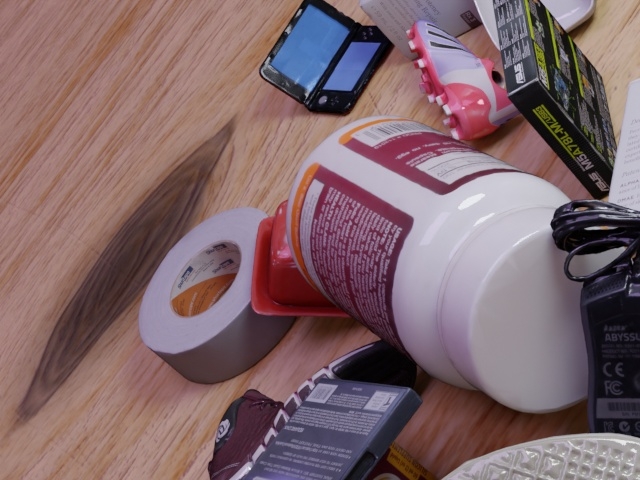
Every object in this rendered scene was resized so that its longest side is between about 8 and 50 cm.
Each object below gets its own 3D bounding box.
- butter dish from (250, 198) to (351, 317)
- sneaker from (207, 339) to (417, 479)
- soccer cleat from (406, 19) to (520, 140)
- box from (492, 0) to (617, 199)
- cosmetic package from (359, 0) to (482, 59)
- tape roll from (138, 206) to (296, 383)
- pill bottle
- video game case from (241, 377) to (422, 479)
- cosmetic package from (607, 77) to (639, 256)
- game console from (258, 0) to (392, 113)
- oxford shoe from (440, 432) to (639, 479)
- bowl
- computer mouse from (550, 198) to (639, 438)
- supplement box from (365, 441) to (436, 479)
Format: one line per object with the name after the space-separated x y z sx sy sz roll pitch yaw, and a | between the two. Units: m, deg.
0.000 0.000 2.054 0.160 0.118 0.160 2 46 3 | butter dish
-0.029 0.182 1.955 0.281 0.106 0.162 -42 30 6 | sneaker
0.172 -0.201 2.164 0.095 0.083 0.248 -18 34 -1 | soccer cleat
0.255 -0.167 1.927 0.045 0.184 0.190 -30 38 25 | box
0.175 -0.334 2.249 0.231 0.117 0.085 -26 39 30 | cosmetic package
-0.120 0.066 2.198 0.219 0.072 0.219 -28 37 24 | tape roll
0.138 0.020 1.807 0.224 0.224 0.392 -49 29 -4 | pill bottle
-0.032 0.248 1.726 0.274 0.026 0.196 -52 19 -17 | video game case
0.384 -0.061 1.709 0.151 0.151 0.183 -17 43 37 | cosmetic package
0.012 -0.249 2.365 0.124 0.085 0.144 9 63 51 | game console
0.131 0.311 1.626 0.449 0.130 0.169 -30 62 11 | oxford shoe
0.258 -0.301 2.140 0.142 0.053 0.142 -27 76 26 | bowl
0.307 0.093 1.605 0.189 0.272 0.072 3 14 25 | computer mouse
0.024 0.288 1.784 0.081 0.104 0.188 1 56 48 | supplement box
